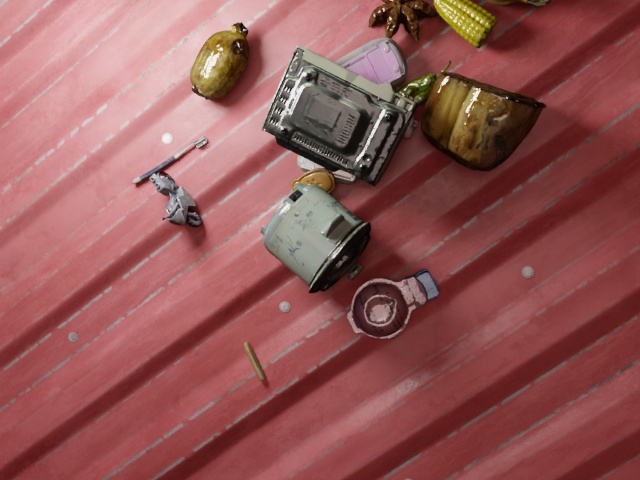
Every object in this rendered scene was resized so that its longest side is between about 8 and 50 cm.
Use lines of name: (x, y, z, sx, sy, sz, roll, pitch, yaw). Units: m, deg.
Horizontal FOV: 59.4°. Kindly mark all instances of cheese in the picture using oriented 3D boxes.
cheese: (0.215, 0.189, 1.687, 0.285, 0.074, 0.189, -30, 88, 5)

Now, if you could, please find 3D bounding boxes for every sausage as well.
sausage: (-0.211, 0.384, 1.786, 0.024, 0.024, 0.132, -27, 88, 9)

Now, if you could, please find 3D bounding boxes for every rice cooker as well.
rice cooker: (0.000, 0.000, 1.621, 0.316, 0.317, 0.264, 44, 58, 5)

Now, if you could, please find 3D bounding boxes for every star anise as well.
star anise: (0.233, -0.681, 1.645, 0.212, 0.111, 0.196, 45, 106, -3)

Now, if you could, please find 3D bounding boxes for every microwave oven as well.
microwave oven: (0.056, -0.341, 1.556, 0.354, 0.218, 0.287, 28, 105, 4)

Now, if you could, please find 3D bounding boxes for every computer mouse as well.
computer mouse: (0.028, -0.237, 1.716, 0.198, 0.045, 0.102, 15, 96, 7)
computer mouse: (0.105, -0.479, 1.673, 0.310, 0.072, 0.158, -27, 102, 13)

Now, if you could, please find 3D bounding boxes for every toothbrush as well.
toothbrush: (-0.487, -0.256, 1.811, 0.288, 0.024, 0.026, -30, 101, 8)

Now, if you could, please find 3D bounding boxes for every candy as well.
candy: (0.410, -0.648, 1.615, 0.199, 0.106, 0.094, 42, 116, 10)

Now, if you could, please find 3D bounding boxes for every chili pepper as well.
chili pepper: (0.304, -0.449, 1.653, 0.203, 0.073, 0.072, -25, 101, 18)

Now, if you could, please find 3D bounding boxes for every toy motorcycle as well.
toy motorcycle: (-0.464, -0.123, 1.761, 0.080, 0.122, 0.215, -38, 86, 24)

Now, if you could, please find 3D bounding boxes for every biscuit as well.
biscuit: (-0.014, -0.159, 1.716, 0.140, 0.023, 0.118, -29, 106, 25)

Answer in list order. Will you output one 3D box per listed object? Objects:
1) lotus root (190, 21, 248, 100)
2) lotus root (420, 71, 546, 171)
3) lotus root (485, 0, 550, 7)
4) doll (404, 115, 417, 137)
lotus root: (-0.302, -0.552, 1.719, 0.145, 0.128, 0.260, 36, 96, 16)
lotus root: (0.416, -0.326, 1.531, 0.316, 0.316, 0.250, 28, 108, 7)
lotus root: (0.508, -0.746, 1.555, 0.310, 0.183, 0.183, 40, 97, 5)
doll: (0.208, -0.350, 1.673, 0.162, 0.062, 0.106, 4, 122, 11)
